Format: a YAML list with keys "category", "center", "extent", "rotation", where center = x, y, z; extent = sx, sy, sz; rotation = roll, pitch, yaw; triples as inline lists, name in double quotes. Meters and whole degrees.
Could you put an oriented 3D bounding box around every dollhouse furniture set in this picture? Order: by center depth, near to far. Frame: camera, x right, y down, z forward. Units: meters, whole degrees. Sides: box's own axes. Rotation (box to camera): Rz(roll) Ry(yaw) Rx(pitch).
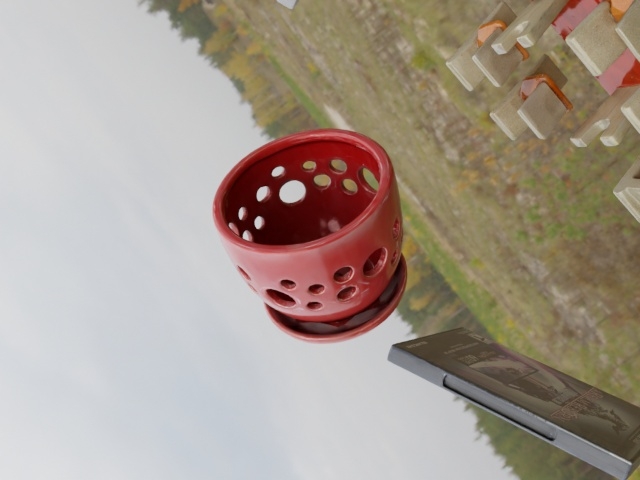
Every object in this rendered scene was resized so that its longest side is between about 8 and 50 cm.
- category: "dollhouse furniture set"
  center: [0.284, -0.142, 0.668]
  extent: [0.259, 0.135, 0.262]
  rotation: [43, 174, -18]

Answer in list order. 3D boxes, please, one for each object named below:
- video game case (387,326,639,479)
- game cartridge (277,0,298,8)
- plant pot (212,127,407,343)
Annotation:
- category: "video game case"
  center: [0.239, 0.172, 0.845]
  extent: [0.274, 0.026, 0.196]
  rotation: [22, -167, 33]
- category: "game cartridge"
  center: [-0.075, -0.552, 1.178]
  extent: [0.230, 0.068, 0.355]
  rotation: [25, 150, -9]
- category: "plant pot"
  center: [0.000, 0.000, 0.797]
  extent: [0.191, 0.191, 0.174]
  rotation: [56, 171, 44]
